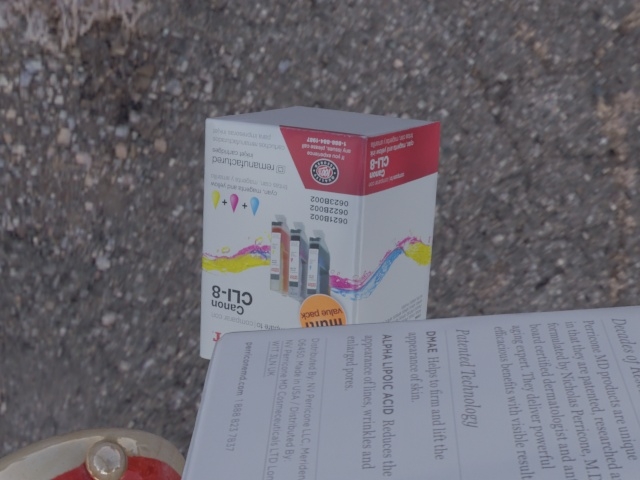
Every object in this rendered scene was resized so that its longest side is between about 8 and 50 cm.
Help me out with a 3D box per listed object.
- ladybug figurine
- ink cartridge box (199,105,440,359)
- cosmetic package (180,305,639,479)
[{"bbox_3d":[-0.297,0.362,1.275,0.305,0.449,0.162,-5,58,-27],"label":"ladybug figurine"},{"bbox_3d":[0.000,0.000,0.788,0.128,0.127,0.176,9,105,27],"label":"ink cartridge box"},{"bbox_3d":[0.146,0.152,0.476,0.385,0.156,0.217,-3,117,3],"label":"cosmetic package"}]
